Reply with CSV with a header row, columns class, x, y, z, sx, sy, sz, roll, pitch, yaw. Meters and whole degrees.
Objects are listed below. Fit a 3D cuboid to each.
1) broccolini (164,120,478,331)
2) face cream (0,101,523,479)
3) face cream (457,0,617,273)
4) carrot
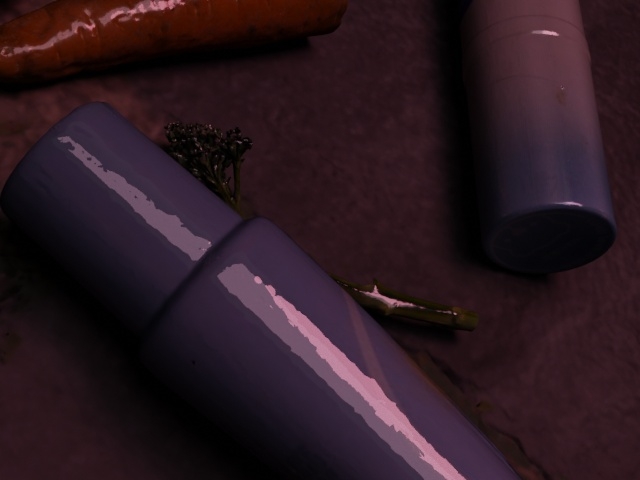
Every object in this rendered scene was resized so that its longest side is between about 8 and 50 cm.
class,x,y,z,sx,sy,sz,roll,pitch,yaw
broccolini,-0.005,0.006,0.595,0.194,0.054,0.052,36,81,-14
face cream,0.022,0.087,0.515,0.385,0.135,0.086,41,89,1
face cream,0.124,-0.105,0.698,0.077,0.077,0.250,13,55,-22
carrot,-0.084,-0.118,0.609,0.210,0.061,0.061,-21,74,-32
